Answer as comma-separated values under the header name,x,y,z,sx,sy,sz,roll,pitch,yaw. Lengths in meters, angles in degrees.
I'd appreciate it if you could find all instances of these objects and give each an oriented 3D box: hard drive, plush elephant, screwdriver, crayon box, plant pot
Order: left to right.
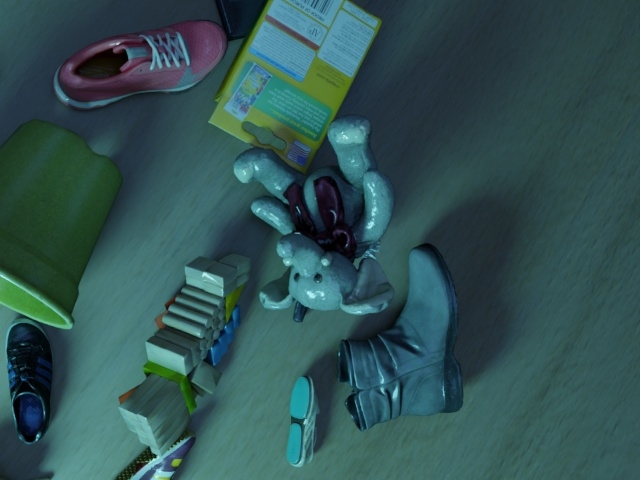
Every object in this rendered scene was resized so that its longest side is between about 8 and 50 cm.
name,x,y,z,sx,sy,sz,roll,pitch,yaw
plant pot,-0.449,-0.038,1.184,0.276,0.276,0.253,31,67,-14
hard drive,-0.146,-0.444,1.401,0.094,0.022,0.135,-17,93,-17
crayon box,-0.052,-0.307,1.379,0.203,0.083,0.322,28,84,-18
screwdriver,-0.022,0.072,1.424,0.024,0.025,0.169,19,73,-15
plush elephant,0.000,0.000,1.278,0.330,0.272,0.255,55,38,-39

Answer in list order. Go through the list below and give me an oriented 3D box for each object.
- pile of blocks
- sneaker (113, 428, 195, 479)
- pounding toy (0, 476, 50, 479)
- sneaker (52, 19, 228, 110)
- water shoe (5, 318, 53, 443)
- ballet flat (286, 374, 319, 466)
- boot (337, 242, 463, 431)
name,x,y,z,sx,sy,sz,roll,pitch,yaw
pile of blocks,-0.239,0.181,1.317,0.113,0.149,0.362,17,68,27
sneaker,-0.279,0.406,1.305,0.185,0.069,0.083,-38,108,-9
pounding toy,-0.536,0.423,1.214,0.130,0.100,0.141,38,88,-12
sneaker,-0.295,-0.302,1.289,0.314,0.136,0.115,-23,96,-17
water shoe,-0.472,0.228,1.239,0.073,0.080,0.203,-8,90,-18
ballet flat,-0.028,0.330,1.396,0.052,0.057,0.168,11,88,-45
boot,0.140,0.179,1.420,0.223,0.118,0.337,-6,85,-12
